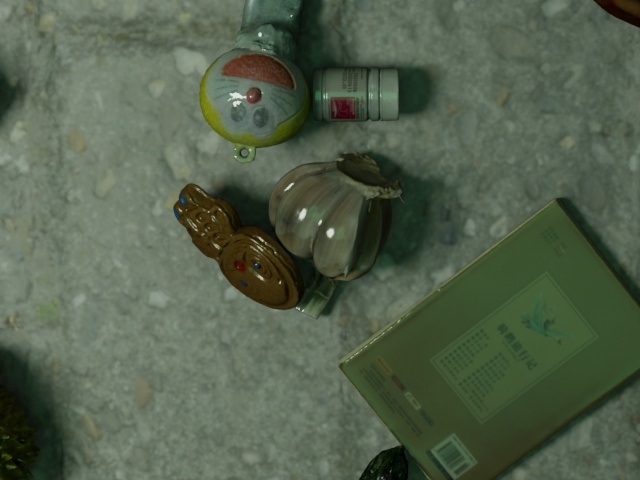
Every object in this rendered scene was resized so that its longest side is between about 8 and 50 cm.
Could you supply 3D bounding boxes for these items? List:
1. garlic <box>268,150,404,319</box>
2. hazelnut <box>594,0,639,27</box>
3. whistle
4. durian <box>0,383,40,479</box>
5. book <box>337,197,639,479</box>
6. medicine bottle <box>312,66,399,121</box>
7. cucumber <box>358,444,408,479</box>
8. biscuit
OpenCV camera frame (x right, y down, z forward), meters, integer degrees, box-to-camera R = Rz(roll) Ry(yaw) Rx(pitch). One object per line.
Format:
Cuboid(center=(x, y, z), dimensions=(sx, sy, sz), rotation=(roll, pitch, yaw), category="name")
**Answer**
Cuboid(center=(0.000, 0.000, 1.404), dimensions=(0.131, 0.127, 0.194), rotation=(46, 130, 28), category="garlic")
Cuboid(center=(0.356, -0.301, 1.301), dimensions=(0.202, 0.160, 0.170), rotation=(-31, 96, 13), category="hazelnut")
Cuboid(center=(-0.061, -0.191, 1.368), dimensions=(0.123, 0.123, 0.223), rotation=(11, 86, 0), category="whistle")
Cuboid(center=(-0.429, 0.222, 1.433), dimensions=(0.200, 0.176, 0.237), rotation=(-6, 112, 24), category="durian")
Cuboid(center=(0.206, 0.129, 1.457), dimensions=(0.310, 0.021, 0.217), rotation=(-38, 96, 9), category="book")
Cuboid(center=(0.038, -0.156, 1.392), dimensions=(0.091, 0.058, 0.058), rotation=(0, 100, 3), category="medicine bottle")
Cuboid(center=(0.040, 0.344, 1.478), dimensions=(0.067, 0.067, 0.245), rotation=(23, 104, -2), category="cucumber")
Cuboid(center=(-0.091, 0.012, 1.407), dimensions=(0.175, 0.124, 0.026), rotation=(41, 61, 3), category="biscuit")
